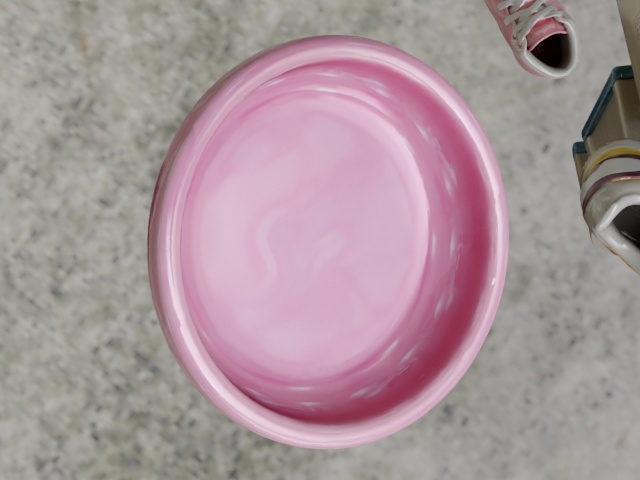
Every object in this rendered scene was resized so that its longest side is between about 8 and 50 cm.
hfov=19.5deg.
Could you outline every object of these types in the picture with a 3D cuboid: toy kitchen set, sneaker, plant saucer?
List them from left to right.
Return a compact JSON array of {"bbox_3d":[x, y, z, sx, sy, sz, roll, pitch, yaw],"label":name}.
[{"bbox_3d":[0.000,0.000,1.513,0.332,0.084,0.332,-3,96,-31],"label":"plant saucer"},{"bbox_3d":[0.137,-0.168,1.270,0.051,0.070,0.134,-31,109,0],"label":"sneaker"},{"bbox_3d":[0.224,0.017,1.033,0.069,0.185,0.084,-60,-173,27],"label":"sneaker"},{"bbox_3d":[0.249,-0.092,1.125,0.166,0.122,0.207,-4,155,-10],"label":"toy kitchen set"}]
